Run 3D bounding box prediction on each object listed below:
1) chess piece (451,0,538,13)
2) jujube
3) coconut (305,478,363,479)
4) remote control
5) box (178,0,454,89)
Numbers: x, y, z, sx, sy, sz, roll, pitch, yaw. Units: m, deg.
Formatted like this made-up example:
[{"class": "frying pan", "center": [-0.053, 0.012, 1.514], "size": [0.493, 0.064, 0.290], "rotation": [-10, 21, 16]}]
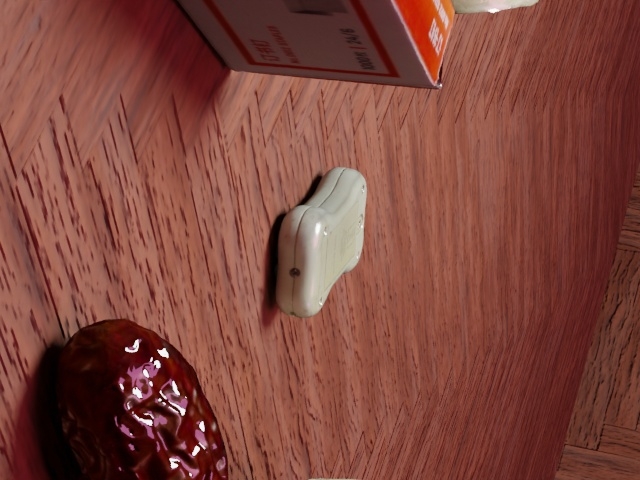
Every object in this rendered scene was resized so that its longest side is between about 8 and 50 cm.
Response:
[{"class": "chess piece", "center": [0.101, -0.316, 1.283], "size": [0.139, 0.124, 0.307], "rotation": [-12, 113, -34]}, {"class": "jujube", "center": [-0.087, 0.091, 0.907], "size": [0.077, 0.077, 0.129], "rotation": [-66, 149, -42]}, {"class": "coconut", "center": [0.031, 0.285, 1.167], "size": [0.237, 0.237, 0.266], "rotation": [13, 83, -75]}, {"class": "remote control", "center": [0.000, 0.000, 1.244], "size": [0.122, 0.032, 0.074], "rotation": [-48, 146, -64]}, {"class": "box", "center": [-0.010, -0.133, 0.941], "size": [0.229, 0.123, 0.050], "rotation": [51, 48, -72]}]
